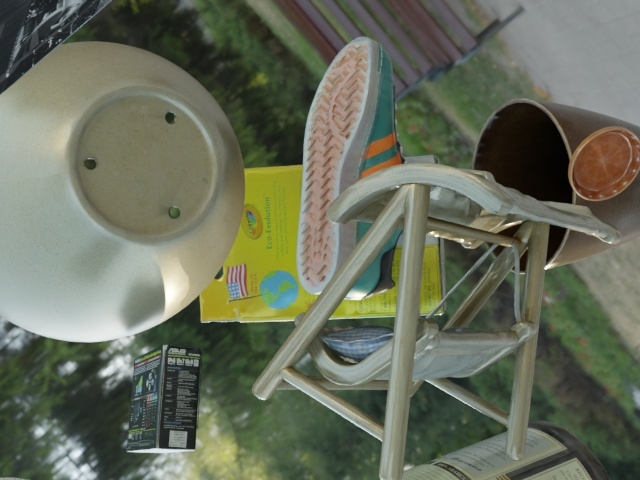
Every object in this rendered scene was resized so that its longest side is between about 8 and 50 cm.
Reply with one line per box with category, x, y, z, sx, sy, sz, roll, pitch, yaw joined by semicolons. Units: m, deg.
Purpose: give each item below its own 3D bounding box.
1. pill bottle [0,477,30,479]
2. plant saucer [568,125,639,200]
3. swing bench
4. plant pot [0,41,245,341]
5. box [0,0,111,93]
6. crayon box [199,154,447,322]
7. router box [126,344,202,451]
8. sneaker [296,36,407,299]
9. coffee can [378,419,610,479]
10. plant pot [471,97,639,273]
pill bottle;-0.201;0.299;0.683;0.162;0.162;0.278;49;176;-37
plant saucer;0.296;-0.081;1.030;0.083;0.083;0.013;49;-174;-35
swing bench;0.113;0.058;0.890;0.165;0.255;0.253;26;-171;36
plant pot;-0.179;-0.053;0.872;0.284;0.284;0.191;49;156;-15
box;-0.145;-0.200;0.484;0.056;0.183;0.231;27;139;10
crayon box;0.000;0.000;1.284;0.081;0.318;0.202;0;-92;-79
router box;-0.146;0.149;0.918;0.038;0.092;0.122;7;165;-22
sneaker;0.053;-0.081;1.164;0.121;0.302;0.108;9;179;-37
coffee can;0.159;0.329;1.067;0.201;0.275;0.202;29;124;53
plant pot;0.347;-0.075;1.259;0.215;0.230;0.215;175;90;-66
